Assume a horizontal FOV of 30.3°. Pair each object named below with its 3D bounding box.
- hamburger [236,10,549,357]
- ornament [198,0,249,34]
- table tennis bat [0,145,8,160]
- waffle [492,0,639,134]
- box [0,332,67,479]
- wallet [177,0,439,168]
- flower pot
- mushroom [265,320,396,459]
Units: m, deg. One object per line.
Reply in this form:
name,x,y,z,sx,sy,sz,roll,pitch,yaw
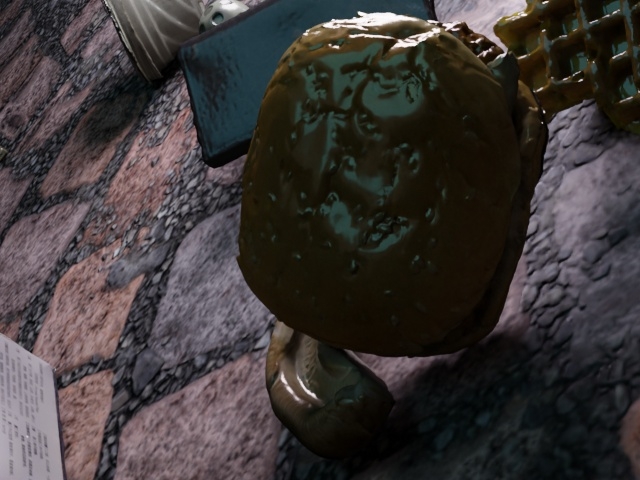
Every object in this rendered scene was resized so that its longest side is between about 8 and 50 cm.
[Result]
hamburger,0.053,-0.047,0.989,0.259,0.144,0.283,8,86,39
ornament,-0.088,-0.234,1.483,0.081,0.156,0.075,-37,31,21
table tennis bat,-0.674,-0.078,2.230,0.246,0.022,0.138,-52,30,-1
waffle,0.263,-0.170,0.954,0.249,0.056,0.253,-52,57,21
box,-0.405,0.259,1.369,0.173,0.145,0.333,-46,30,11
wallet,-0.016,-0.216,1.366,0.321,0.044,0.170,-24,73,21
flower pot,-0.259,-0.373,1.848,0.140,0.235,0.235,-25,32,-1
mushroom,0.003,0.130,1.035,0.094,0.072,0.210,-50,26,-3
